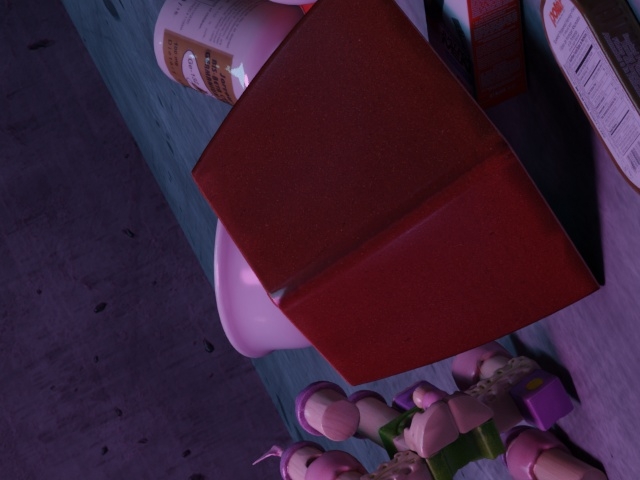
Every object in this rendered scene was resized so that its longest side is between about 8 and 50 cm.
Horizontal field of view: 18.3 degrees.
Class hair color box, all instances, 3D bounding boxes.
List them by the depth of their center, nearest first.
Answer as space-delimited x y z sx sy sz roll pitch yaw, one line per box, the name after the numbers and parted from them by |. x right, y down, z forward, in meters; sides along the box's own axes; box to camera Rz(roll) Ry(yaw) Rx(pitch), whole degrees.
0.126 -0.201 1.671 0.093 0.053 0.167 56 165 40 | hair color box

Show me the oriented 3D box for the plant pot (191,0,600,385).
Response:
0.048 -0.034 1.743 0.267 0.236 0.267 56 -176 37 | plant pot

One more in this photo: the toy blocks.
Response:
0.089 0.177 2.049 0.309 0.288 0.260 65 164 -20 | toy blocks

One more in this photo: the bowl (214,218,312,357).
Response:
0.000 0.000 2.299 0.134 0.298 0.298 9 139 22 | bowl

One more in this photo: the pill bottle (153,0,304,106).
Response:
-0.066 -0.207 2.204 0.229 0.131 0.131 24 144 39 | pill bottle

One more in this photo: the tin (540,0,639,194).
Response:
0.222 -0.116 1.472 0.189 0.040 0.106 62 164 12 | tin

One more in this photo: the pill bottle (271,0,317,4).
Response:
-0.037 -0.311 1.900 0.162 0.162 0.278 68 167 -18 | pill bottle

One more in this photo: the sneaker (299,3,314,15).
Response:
-0.060 -0.307 2.113 0.279 0.118 0.107 60 168 22 | sneaker
